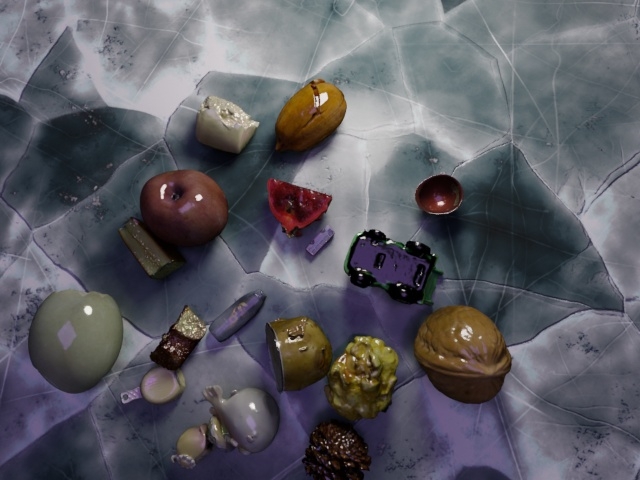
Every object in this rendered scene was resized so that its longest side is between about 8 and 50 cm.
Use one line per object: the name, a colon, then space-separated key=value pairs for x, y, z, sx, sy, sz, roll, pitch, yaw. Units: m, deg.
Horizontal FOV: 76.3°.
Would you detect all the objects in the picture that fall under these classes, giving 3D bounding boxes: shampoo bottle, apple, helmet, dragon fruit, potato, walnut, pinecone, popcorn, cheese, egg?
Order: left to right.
egg: x=-0.823 y=0.339 z=1.380 sx=0.278 sy=0.278 sz=0.336 roll=2 pitch=77 yaw=1
cheese: x=-0.602 y=0.526 z=1.452 sx=0.227 sy=0.064 sz=0.137 roll=-19 pitch=77 yaw=-4
apple: x=-0.486 y=-0.123 z=1.469 sx=0.305 sy=0.235 sz=0.306 roll=0 pitch=65 yaw=-1
shampoo bottle: x=-0.300 y=0.271 z=1.500 sx=0.233 sy=0.049 sz=0.087 roll=-41 pitch=84 yaw=-6
dragon fruit: x=-0.085 y=-0.111 z=1.537 sx=0.262 sy=0.134 sz=0.212 roll=23 pitch=93 yaw=20
potato: x=-0.072 y=0.375 z=1.379 sx=0.196 sy=0.299 sz=0.247 roll=-6 pitch=90 yaw=-17
walnut: x=-0.049 y=-0.462 z=1.557 sx=0.336 sy=0.209 sz=0.209 roll=-45 pitch=82 yaw=1
pinecone: x=0.045 y=0.710 z=1.347 sx=0.221 sy=0.221 sz=0.222 roll=0 pitch=80 yaw=1
popcorn: x=0.138 y=0.463 z=1.384 sx=0.215 sy=0.252 sz=0.286 roll=16 pitch=71 yaw=49
helmet: x=0.440 y=-0.159 z=1.539 sx=0.175 sy=0.106 sz=0.155 roll=-17 pitch=77 yaw=3
walnut: x=0.464 y=0.370 z=1.334 sx=0.332 sy=0.333 sz=0.333 roll=0 pitch=80 yaw=1

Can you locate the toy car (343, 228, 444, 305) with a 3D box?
toy car: x=0.268 y=0.105 z=1.468 sx=0.358 sy=0.176 sz=0.214 roll=18 pitch=80 yaw=7

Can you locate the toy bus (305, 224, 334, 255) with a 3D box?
toy bus: x=0.000 y=0.000 z=1.551 sx=0.052 sy=0.037 sz=0.131 roll=43 pitch=84 yaw=5

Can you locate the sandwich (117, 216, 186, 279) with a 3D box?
sandwich: x=-0.629 y=0.026 z=1.511 sx=0.122 sy=0.128 sz=0.236 roll=-40 pitch=81 yaw=-2

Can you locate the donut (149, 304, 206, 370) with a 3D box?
donut: x=-0.503 y=0.354 z=1.462 sx=0.126 sy=0.144 sz=0.187 roll=35 pitch=41 yaw=0

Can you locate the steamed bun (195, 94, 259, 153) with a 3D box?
steamed bun: x=-0.363 y=-0.452 z=1.570 sx=0.225 sy=0.170 sz=0.200 roll=16 pitch=76 yaw=2

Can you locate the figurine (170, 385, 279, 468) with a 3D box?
figurine: x=-0.341 y=0.623 z=1.378 sx=0.394 sy=0.226 sz=0.275 roll=-31 pitch=94 yaw=9
